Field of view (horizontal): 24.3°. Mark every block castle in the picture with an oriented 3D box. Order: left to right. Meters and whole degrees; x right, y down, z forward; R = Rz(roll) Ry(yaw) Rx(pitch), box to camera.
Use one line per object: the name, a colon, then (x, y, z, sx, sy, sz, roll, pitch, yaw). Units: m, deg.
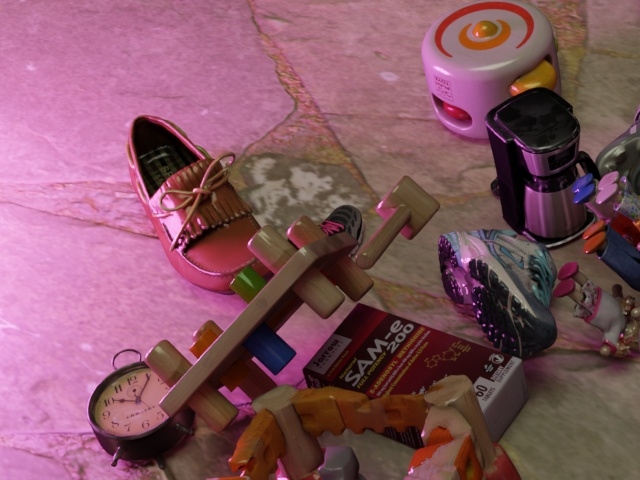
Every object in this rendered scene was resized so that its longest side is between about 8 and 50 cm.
block castle: (0.017, 0.348, 1.503, 0.303, 0.213, 0.453, -7, 29, 27)

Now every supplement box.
supplement box: (0.113, 0.171, 1.785, 0.239, 0.073, 0.130, 17, 51, 34)

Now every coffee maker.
coffee maker: (0.273, -0.102, 1.951, 0.171, 0.178, 0.120, 21, 53, 35)

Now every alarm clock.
alarm clock: (-0.227, 0.202, 1.869, 0.129, 0.064, 0.192, -21, 44, -4)

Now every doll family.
doll family: (0.391, 0.021, 1.801, 0.118, 0.163, 0.263, -36, 25, 43)

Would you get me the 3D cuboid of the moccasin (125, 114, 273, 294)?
moccasin: (-0.173, -0.058, 2.073, 0.139, 0.147, 0.380, -24, 42, -8)

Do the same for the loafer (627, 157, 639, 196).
loafer: (0.526, -0.101, 1.951, 0.267, 0.096, 0.084, -12, 21, -4)

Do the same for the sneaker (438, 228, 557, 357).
sneaker: (0.240, 0.045, 1.824, 0.122, 0.110, 0.283, -14, 25, -10)

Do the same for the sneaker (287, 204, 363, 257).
sneaker: (0.000, 0.000, 2.007, 0.063, 0.075, 0.170, 19, 52, 34)

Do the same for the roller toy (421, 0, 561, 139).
roller toy: (0.246, -0.253, 2.150, 0.191, 0.146, 0.209, -6, 43, 12)

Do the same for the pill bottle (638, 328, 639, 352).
pill bottle: (0.564, 0.067, 1.632, 0.407, 0.229, 0.229, -28, 42, -13)

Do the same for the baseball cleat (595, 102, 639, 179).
baseball cleat: (0.443, -0.140, 2.032, 0.205, 0.072, 0.109, -22, 33, -19)

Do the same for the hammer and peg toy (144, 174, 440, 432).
hammer and peg toy: (-0.035, 0.053, 1.735, 0.127, 0.266, 0.361, 44, 102, 6)
